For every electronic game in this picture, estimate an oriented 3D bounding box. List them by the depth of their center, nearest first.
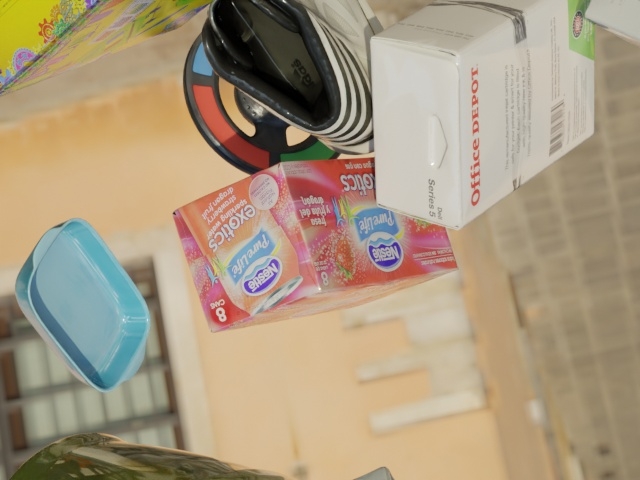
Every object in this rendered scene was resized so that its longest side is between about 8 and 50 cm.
[{"bbox_3d":[-0.063,-0.179,2.227,0.229,0.229,0.048,-1,160,-30],"label":"electronic game"}]

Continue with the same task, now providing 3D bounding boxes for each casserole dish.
[{"bbox_3d":[-0.231,0.062,1.730,0.037,0.114,0.188,1,138,34],"label":"casserole dish"}]

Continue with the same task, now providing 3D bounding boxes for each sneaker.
[{"bbox_3d":[-0.064,-0.302,1.898,0.169,0.447,0.257,-33,170,13],"label":"sneaker"}]

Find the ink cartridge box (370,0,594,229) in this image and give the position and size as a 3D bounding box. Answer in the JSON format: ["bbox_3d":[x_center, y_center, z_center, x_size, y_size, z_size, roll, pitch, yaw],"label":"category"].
[{"bbox_3d":[0.175,-0.160,1.907,0.115,0.198,0.273,17,-146,34],"label":"ink cartridge box"}]

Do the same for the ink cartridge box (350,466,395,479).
[{"bbox_3d":[0.104,0.347,1.403,0.060,0.239,0.275,-26,124,11],"label":"ink cartridge box"}]

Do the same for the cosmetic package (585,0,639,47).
[{"bbox_3d":[0.463,-0.201,1.743,0.217,0.156,0.385,17,-169,-35],"label":"cosmetic package"}]

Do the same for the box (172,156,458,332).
[{"bbox_3d":[0.000,0.000,1.953,0.154,0.142,0.300,-21,172,31],"label":"box"}]

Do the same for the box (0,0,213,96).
[{"bbox_3d":[-0.175,-0.292,1.603,0.290,0.177,0.279,-33,178,41],"label":"box"}]

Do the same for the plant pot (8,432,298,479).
[{"bbox_3d":[-0.177,0.369,1.931,0.366,0.366,0.353,5,-168,-43],"label":"plant pot"}]
